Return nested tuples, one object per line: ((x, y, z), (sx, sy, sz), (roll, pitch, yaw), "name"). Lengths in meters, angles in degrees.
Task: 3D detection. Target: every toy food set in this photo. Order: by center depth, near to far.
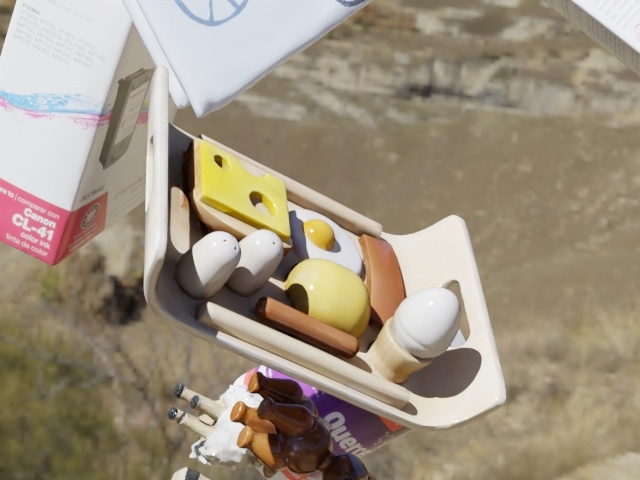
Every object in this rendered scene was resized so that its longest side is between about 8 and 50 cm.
((0.000, 0.000, 1.117), (0.306, 0.092, 0.219), (27, 34, -27), "toy food set")

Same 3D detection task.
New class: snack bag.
((-0.058, -0.325, 1.263), (0.342, 0.323, 0.037), (-37, 19, -26), "snack bag")

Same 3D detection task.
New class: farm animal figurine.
((-0.062, 0.291, 1.264), (0.172, 0.330, 0.327), (27, -14, -21), "farm animal figurine")

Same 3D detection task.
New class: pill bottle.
((0.046, 0.207, 2.062), (0.323, 0.181, 0.181), (-29, 4, 14), "pill bottle")

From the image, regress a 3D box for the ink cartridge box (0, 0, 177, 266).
((-0.233, -0.158, 1.512), (0.131, 0.306, 0.226), (29, 27, 8), "ink cartridge box")

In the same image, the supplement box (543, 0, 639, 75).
((0.285, -0.260, 1.436), (0.220, 0.111, 0.114), (41, 3, 14), "supplement box")
